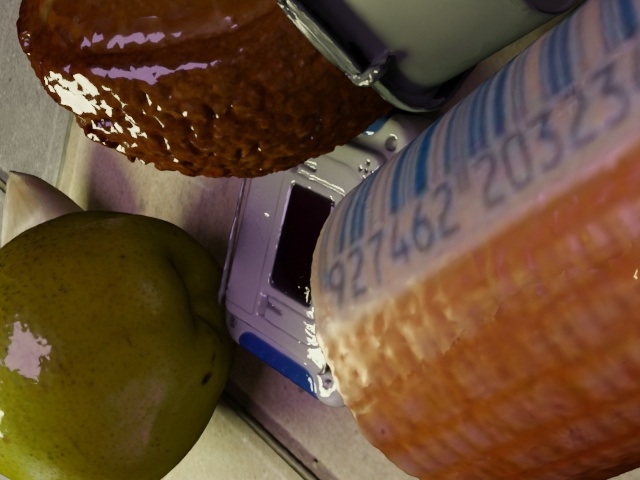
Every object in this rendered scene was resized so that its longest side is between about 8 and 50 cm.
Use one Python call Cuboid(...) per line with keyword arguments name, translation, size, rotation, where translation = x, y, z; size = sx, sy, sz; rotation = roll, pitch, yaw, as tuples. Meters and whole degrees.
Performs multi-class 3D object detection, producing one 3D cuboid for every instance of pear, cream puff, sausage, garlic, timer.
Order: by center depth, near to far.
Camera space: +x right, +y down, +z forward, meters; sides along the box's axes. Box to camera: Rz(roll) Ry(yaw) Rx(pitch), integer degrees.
Cuboid(name="sausage", translation=(0.164, -0.005, 0.447), size=(0.287, 0.233, 0.233), rotation=(-39, 64, 40))
Cuboid(name="cream puff", translation=(-0.052, -0.172, 0.623), size=(0.303, 0.212, 0.303), rotation=(-9, 60, 15))
Cuboid(name="timer", translation=(0.000, 0.000, 0.725), size=(0.178, 0.078, 0.254), rotation=(26, 109, 41))
Cuboid(name="pear", translation=(-0.227, 0.110, 0.828), size=(0.294, 0.294, 0.294), rotation=(2, 93, 45))
Cuboid(name="garlic", translation=(-0.309, 0.069, 1.017), size=(0.143, 0.112, 0.318), rotation=(-10, 82, 23))

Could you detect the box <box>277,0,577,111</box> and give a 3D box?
Cuboid(name="box", translation=(0.092, -0.202, 0.457), size=(0.163, 0.243, 0.135), rotation=(45, 161, -16))
